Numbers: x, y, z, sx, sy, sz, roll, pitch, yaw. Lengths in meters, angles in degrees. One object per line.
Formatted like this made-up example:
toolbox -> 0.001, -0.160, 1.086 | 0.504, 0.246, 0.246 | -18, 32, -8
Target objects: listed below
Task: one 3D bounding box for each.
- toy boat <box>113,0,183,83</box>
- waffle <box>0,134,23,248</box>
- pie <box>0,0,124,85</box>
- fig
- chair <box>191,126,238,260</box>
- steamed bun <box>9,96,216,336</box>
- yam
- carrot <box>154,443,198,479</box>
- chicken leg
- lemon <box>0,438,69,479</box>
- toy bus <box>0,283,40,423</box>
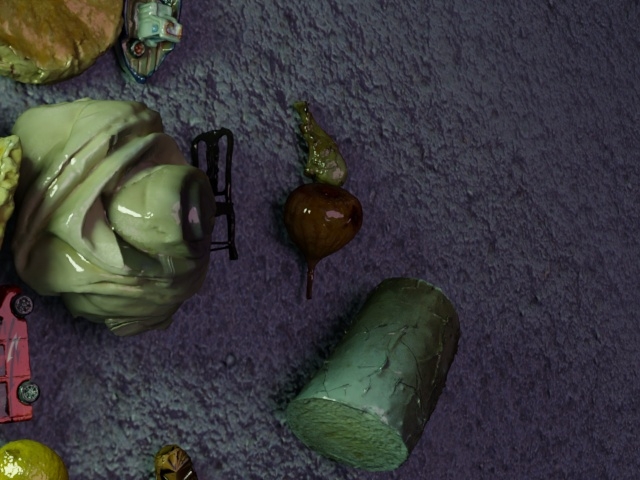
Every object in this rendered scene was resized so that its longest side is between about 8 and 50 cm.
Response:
toy boat -> -0.268, -0.385, 1.942 | 0.114, 0.115, 0.262 | 11, 75, -45
waffle -> -0.451, -0.015, 1.612 | 0.056, 0.250, 0.261 | 16, 73, -17
pie -> -0.430, -0.396, 1.799 | 0.339, 0.083, 0.340 | 11, 75, -47
fig -> 0.000, 0.000, 2.178 | 0.146, 0.134, 0.201 | -2, 107, -19
chair -> -0.207, -0.073, 1.963 | 0.113, 0.106, 0.229 | 3, 80, -50
steamed bun -> -0.269, -0.039, 1.763 | 0.347, 0.237, 0.394 | -60, 135, -43
yam -> 0.110, 0.245, 2.174 | 0.241, 0.241, 0.348 | 57, 47, -24
carrot -> -0.207, 0.435, 1.911 | 0.069, 0.069, 0.229 | -31, 107, -45
chicken leg -> -0.009, -0.176, 2.223 | 0.093, 0.070, 0.178 | -22, 92, -40
lemon -> -0.409, 0.336, 1.681 | 0.133, 0.109, 0.109 | 54, 49, -35
toy bus -> -0.454, 0.160, 1.688 | 0.089, 0.081, 0.195 | -2, 86, -37
